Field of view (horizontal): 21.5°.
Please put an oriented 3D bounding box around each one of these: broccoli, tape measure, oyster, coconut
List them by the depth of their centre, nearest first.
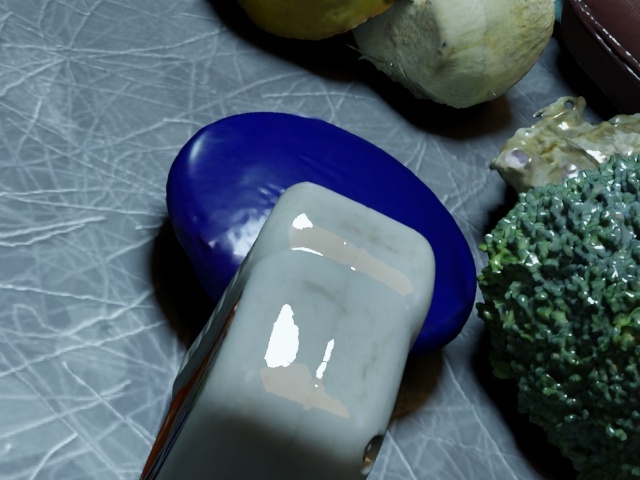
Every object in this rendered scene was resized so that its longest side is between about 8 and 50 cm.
[{"bbox_3d":[-0.029,0.111,1.090,0.130,0.258,0.265,25,45,-8],"label":"tape measure"},{"bbox_3d":[0.316,0.069,1.356,0.375,0.249,0.302,41,41,22],"label":"broccoli"},{"bbox_3d":[0.301,-0.061,1.569,0.351,0.115,0.238,-2,58,-31],"label":"oyster"},{"bbox_3d":[0.138,-0.223,1.634,0.194,0.194,0.194,18,39,-15],"label":"coconut"}]

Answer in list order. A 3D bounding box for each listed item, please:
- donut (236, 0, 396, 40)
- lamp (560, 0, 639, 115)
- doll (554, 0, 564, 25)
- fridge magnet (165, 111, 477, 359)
[{"bbox_3d":[0.003,-0.332,1.609,0.108,0.277,0.277,45,21,-44],"label":"donut"},{"bbox_3d":[0.356,-0.209,1.755,0.180,0.180,0.258,-21,66,-45],"label":"lamp"},{"bbox_3d":[0.242,-0.307,1.836,0.159,0.059,0.158,58,36,-11],"label":"doll"},{"bbox_3d":[0.000,0.000,1.338,0.265,0.112,0.265,18,38,-15],"label":"fridge magnet"}]
